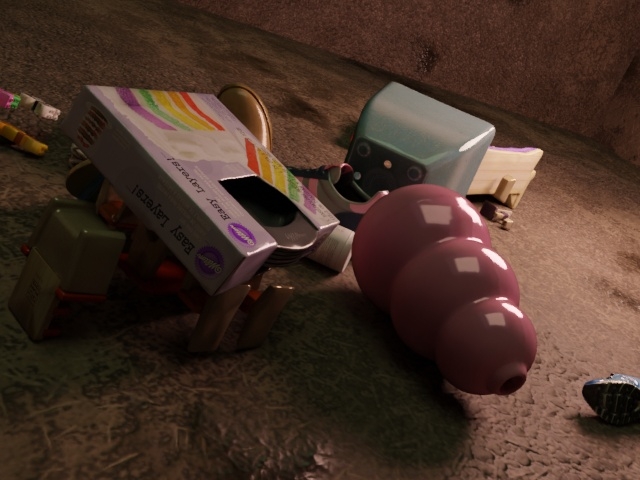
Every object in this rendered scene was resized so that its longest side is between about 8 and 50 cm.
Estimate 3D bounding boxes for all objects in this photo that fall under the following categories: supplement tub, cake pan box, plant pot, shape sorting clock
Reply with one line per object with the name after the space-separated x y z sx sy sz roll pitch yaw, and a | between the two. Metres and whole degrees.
0.000 0.000 1.036 0.107 0.071 0.071 25 24 7 | supplement tub
-0.123 -0.067 0.750 0.267 0.070 0.246 46 26 12 | cake pan box
0.157 -0.139 1.266 0.247 0.247 0.252 28 29 16 | plant pot
-0.249 -0.087 0.907 0.206 0.206 0.040 1 69 -39 | shape sorting clock

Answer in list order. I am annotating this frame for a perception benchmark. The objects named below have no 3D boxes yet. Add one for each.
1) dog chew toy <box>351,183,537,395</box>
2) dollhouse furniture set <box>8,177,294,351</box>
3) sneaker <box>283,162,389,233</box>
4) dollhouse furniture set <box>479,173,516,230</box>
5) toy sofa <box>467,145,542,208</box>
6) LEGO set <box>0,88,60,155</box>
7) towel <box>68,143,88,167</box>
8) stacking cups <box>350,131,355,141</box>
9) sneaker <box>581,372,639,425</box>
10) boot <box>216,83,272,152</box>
0.174 0.069 0.887 0.207 0.206 0.332 7 35 -29 | dog chew toy
-0.211 0.037 0.764 0.262 0.135 0.259 38 17 33 | dollhouse furniture set
-0.002 -0.098 1.169 0.319 0.131 0.112 33 26 26 | sneaker
0.465 -0.092 1.564 0.081 0.114 0.091 7 25 -38 | dollhouse furniture set
0.385 -0.184 1.616 0.363 0.177 0.150 -6 35 -44 | toy sofa
-0.474 -0.183 1.010 0.093 0.087 0.227 29 5 0 | LEGO set
-0.332 -0.174 1.166 0.187 0.049 0.282 15 24 -15 | towel
0.155 -0.302 1.808 0.096 0.096 0.316 24 28 7 | stacking cups
0.436 0.227 0.943 0.162 0.063 0.073 13 7 -27 | sneaker
-0.115 -0.105 0.992 0.089 0.236 0.269 -13 23 4 | boot
